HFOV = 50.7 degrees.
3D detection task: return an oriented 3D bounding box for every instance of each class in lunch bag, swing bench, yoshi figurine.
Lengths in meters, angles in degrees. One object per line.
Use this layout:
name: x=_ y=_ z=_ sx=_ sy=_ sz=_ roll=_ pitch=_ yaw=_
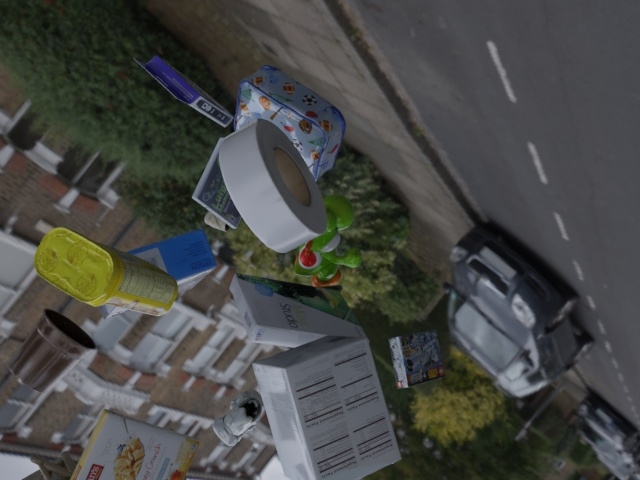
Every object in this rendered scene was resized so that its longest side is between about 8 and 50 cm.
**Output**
lunch bag: x=-0.090 y=-0.297 z=1.755 sx=0.303 sy=0.115 sz=0.243 roll=37 pitch=146 yaw=14
swing bench: x=-0.747 y=0.666 z=1.687 sx=0.165 sy=0.253 sz=0.254 roll=56 pitch=169 yaw=13
yoshi figurine: x=0.025 y=-0.010 z=2.049 sx=0.204 sy=0.203 sz=0.362 roll=2 pitch=150 yaw=-4

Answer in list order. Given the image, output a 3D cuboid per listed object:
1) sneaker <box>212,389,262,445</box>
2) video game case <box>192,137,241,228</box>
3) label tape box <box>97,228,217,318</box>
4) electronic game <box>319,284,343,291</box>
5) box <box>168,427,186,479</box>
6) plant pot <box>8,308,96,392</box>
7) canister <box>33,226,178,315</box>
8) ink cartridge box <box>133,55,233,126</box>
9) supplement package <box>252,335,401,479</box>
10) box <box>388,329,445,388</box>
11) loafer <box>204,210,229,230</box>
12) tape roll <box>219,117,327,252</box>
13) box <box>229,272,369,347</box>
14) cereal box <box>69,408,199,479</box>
sneaker: x=-0.218 y=0.513 z=2.037 sx=0.110 sy=0.118 sz=0.292 roll=46 pitch=-168 yaw=1
video game case: x=-0.251 y=-0.155 z=1.849 sx=0.022 sy=0.190 sz=0.173 roll=6 pitch=157 yaw=40
label tape box: x=-0.423 y=0.097 z=1.656 sx=0.334 sy=0.241 sz=0.106 roll=-34 pitch=78 yaw=58
electronic game: x=-0.046 y=0.161 z=2.013 sx=0.229 sy=0.229 sz=0.048 roll=114 pitch=146 yaw=-89
box: x=-0.411 y=0.598 z=1.773 sx=0.043 sy=0.179 sz=0.105 roll=16 pitch=-151 yaw=38
plant pot: x=-0.702 y=0.293 z=1.752 sx=0.167 sy=0.165 sz=0.167 roll=39 pitch=174 yaw=5
canister: x=-0.288 y=0.049 z=0.935 sx=0.126 sy=0.073 sz=0.170 roll=25 pitch=176 yaw=22
ink cartridge box: x=-0.348 y=-0.390 z=1.732 sx=0.206 sy=0.045 sz=0.208 roll=43 pitch=-170 yaw=27
supplement package: x=0.009 y=0.357 z=1.429 sx=0.199 sy=0.198 sz=0.262 roll=-14 pitch=92 yaw=65
box: x=0.184 y=0.224 z=1.285 sx=0.027 sy=0.094 sz=0.137 roll=-18 pitch=167 yaw=38
loafer: x=-0.275 y=-0.139 z=2.235 sx=0.092 sy=0.268 sz=0.102 roll=41 pitch=-161 yaw=6
tape roll: x=-0.099 y=-0.119 z=1.475 sx=0.286 sy=0.100 sz=0.286 roll=52 pitch=-159 yaw=-30
box: x=-0.056 y=0.190 z=1.743 sx=0.322 sy=0.058 sz=0.232 roll=13 pitch=-155 yaw=-28
cereal box: x=-0.413 y=0.498 z=1.521 sx=0.240 sy=0.173 sz=0.047 roll=29 pitch=168 yaw=-32
